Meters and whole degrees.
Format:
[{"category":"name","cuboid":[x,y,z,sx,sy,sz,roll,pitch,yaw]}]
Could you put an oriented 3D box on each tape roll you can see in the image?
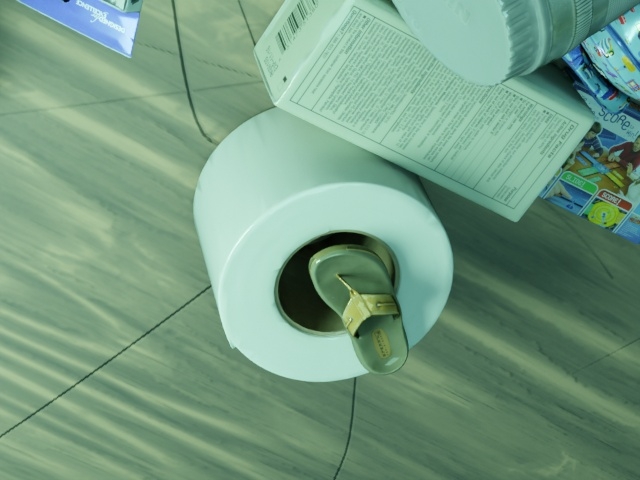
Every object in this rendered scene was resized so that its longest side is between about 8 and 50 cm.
[{"category":"tape roll","cuboid":[0.000,0.000,1.851,0.246,0.169,0.246,-7,125,-10]}]

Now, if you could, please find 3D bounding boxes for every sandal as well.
[{"category":"sandal","cuboid":[0.047,0.074,1.778,0.072,0.049,0.180,-24,126,2]}]

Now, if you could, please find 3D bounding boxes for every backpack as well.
[{"category":"backpack","cuboid":[0.302,-0.200,1.792,0.117,0.173,0.158,-37,125,11]}]

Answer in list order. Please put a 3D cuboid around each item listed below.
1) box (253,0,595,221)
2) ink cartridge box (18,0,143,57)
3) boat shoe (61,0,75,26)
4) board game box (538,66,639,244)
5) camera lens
[{"category":"box","cuboid":[0.105,-0.155,1.802,0.311,0.121,0.148,25,113,-28]},{"category":"ink cartridge box","cuboid":[-0.239,-0.289,1.598,0.206,0.045,0.208,27,122,17]},{"category":"boat shoe","cuboid":[-0.172,-0.306,1.648,0.109,0.089,0.258,12,120,-21]},{"category":"board game box","cuboid":[0.308,-0.090,1.953,0.201,0.035,0.136,24,114,-27]},{"category":"camera lens","cuboid":[0.211,-0.293,1.633,0.274,0.219,0.219,-34,128,-18]}]
